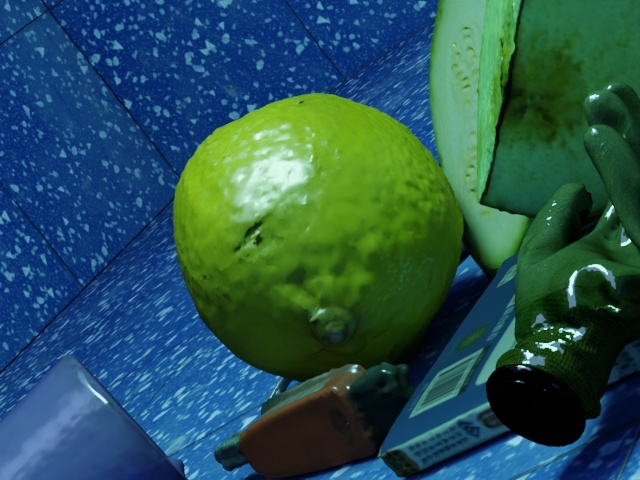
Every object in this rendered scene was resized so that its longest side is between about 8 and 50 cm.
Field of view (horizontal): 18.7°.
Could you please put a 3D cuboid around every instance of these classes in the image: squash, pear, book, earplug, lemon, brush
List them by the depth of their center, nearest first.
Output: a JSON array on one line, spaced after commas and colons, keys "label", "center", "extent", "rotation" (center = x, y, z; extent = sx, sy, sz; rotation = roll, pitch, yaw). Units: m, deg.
[{"label": "book", "center": [0.253, 0.015, 1.454], "extent": [0.428, 0.039, 0.300], "rotation": [-30, 13, 38]}, {"label": "pear", "center": [0.219, -0.178, 1.597], "extent": [0.159, 0.292, 0.292], "rotation": [5, 8, -4]}, {"label": "earplug", "center": [-0.299, 0.318, 1.605], "extent": [0.456, 0.215, 0.215], "rotation": [-42, 10, -7]}, {"label": "brush", "center": [-0.013, 0.164, 1.666], "extent": [0.051, 0.070, 0.323], "rotation": [-42, 7, -32]}, {"label": "squash", "center": [0.155, -0.113, 1.781], "extent": [0.189, 0.260, 0.189], "rotation": [-34, 11, 8]}, {"label": "lemon", "center": [0.000, 0.000, 1.783], "extent": [0.268, 0.268, 0.322], "rotation": [-38, 34, 0]}]

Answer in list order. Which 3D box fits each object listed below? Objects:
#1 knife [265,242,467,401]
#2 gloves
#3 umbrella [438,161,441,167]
[{"label": "knife", "center": [0.057, 0.067, 1.932], "extent": [0.278, 0.053, 0.123], "rotation": [-43, 16, -24]}, {"label": "gloves", "center": [0.185, 0.015, 1.307], "extent": [0.135, 0.107, 0.268], "rotation": [-17, 46, 49]}, {"label": "umbrella", "center": [0.128, -0.045, 2.083], "extent": [0.340, 0.118, 0.118], "rotation": [-34, 9, 47]}]
